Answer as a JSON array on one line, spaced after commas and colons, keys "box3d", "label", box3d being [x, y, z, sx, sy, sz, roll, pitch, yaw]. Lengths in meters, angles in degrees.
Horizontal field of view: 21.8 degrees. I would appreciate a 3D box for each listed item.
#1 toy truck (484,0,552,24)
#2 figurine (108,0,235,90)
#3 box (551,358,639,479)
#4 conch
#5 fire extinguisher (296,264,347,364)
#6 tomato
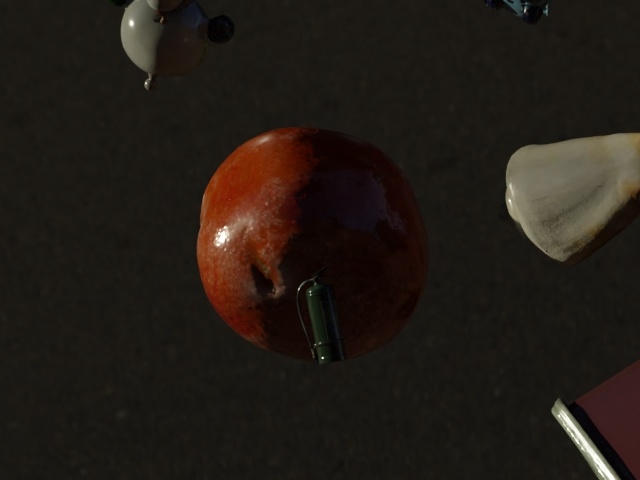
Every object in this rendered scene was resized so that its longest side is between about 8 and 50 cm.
[{"box3d": [0.209, -0.254, 1.698, 0.063, 0.136, 0.074, 27, 69, 18], "label": "toy truck"}, {"box3d": [-0.160, -0.248, 1.760, 0.147, 0.197, 0.093, 21, 46, 5], "label": "figurine"}, {"box3d": [0.401, 0.257, 1.780, 0.167, 0.193, 0.294, -38, 46, 4], "label": "box"}, {"box3d": [0.228, -0.041, 1.448, 0.176, 0.094, 0.104, -11, 41, 29], "label": "conch"}, {"box3d": [0.000, 0.065, 1.434, 0.038, 0.083, 0.025, -10, -3, 4], "label": "fire extinguisher"}, {"box3d": [0.000, -0.003, 1.549, 0.188, 0.232, 0.232, -33, 22, 40], "label": "tomato"}]
